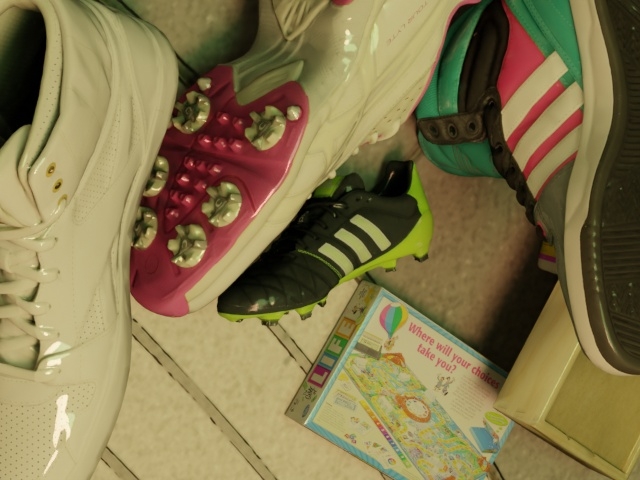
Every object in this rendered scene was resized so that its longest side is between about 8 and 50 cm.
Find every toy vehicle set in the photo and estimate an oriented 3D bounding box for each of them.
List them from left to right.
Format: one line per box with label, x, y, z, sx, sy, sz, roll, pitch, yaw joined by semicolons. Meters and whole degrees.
toy vehicle set;0.228;0.027;1.245;0.166;0.035;0.267;36;80;-53

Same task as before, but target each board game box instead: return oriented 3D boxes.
board game box;0.062;0.108;1.203;0.154;0.026;0.103;35;82;-31

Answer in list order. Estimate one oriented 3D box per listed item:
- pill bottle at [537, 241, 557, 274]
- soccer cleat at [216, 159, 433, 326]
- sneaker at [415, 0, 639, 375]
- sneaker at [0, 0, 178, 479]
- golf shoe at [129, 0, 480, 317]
pill bottle;0.180;-0.016;1.237;0.043;0.043;0.083;12;94;-32
soccer cleat;0.000;0.000;1.118;0.179;0.060;0.072;-25;109;-40
sneaker;0.141;-0.049;1.124;0.123;0.178;0.296;14;68;-32
sneaker;-0.168;0.006;0.955;0.169;0.108;0.293;18;82;-71
golf shoe;-0.002;-0.077;1.079;0.140;0.115;0.306;32;90;-47
